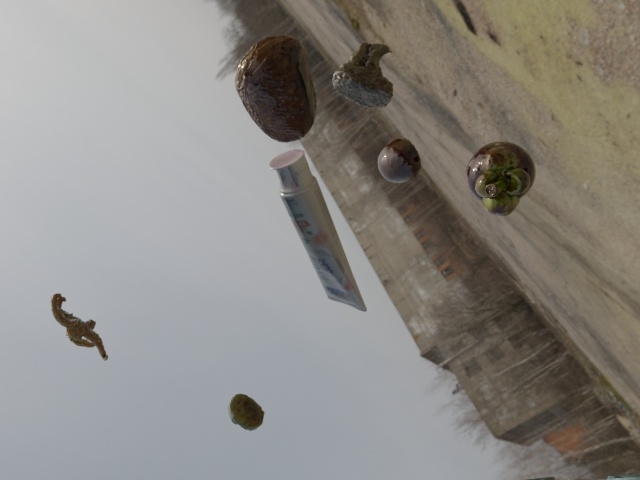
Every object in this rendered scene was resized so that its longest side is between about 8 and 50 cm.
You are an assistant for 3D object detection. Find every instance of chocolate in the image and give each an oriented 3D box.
[{"bbox_3d":[0.224,-0.224,1.162,0.124,0.127,0.133,43,170,9],"label":"chocolate"}]

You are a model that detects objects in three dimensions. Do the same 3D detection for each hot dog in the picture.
[{"bbox_3d":[-0.079,-0.302,0.849,0.099,0.160,0.227,48,164,36],"label":"hot dog"}]

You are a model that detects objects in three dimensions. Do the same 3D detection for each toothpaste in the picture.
[{"bbox_3d":[0.000,0.000,0.732,0.100,0.066,0.323,11,136,42],"label":"toothpaste"}]

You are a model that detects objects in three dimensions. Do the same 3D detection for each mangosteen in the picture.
[{"bbox_3d":[0.410,-0.143,0.941,0.156,0.145,0.181,58,-170,-8],"label":"mangosteen"}]

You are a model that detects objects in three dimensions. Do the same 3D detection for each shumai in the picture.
[{"bbox_3d":[0.153,-0.535,1.356,0.205,0.176,0.166,22,176,-16],"label":"shumai"}]

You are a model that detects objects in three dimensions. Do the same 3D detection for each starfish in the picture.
[{"bbox_3d":[-0.607,0.224,1.057,0.210,0.053,0.150,47,178,-4],"label":"starfish"}]

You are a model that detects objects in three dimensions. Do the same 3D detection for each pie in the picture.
[{"bbox_3d":[-0.155,0.358,0.887,0.084,0.020,0.084,31,-157,-15],"label":"pie"}]

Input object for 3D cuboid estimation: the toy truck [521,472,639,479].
[{"bbox_3d":[0.406,0.412,0.610,0.162,0.305,0.136,9,-123,-23],"label":"toy truck"}]
